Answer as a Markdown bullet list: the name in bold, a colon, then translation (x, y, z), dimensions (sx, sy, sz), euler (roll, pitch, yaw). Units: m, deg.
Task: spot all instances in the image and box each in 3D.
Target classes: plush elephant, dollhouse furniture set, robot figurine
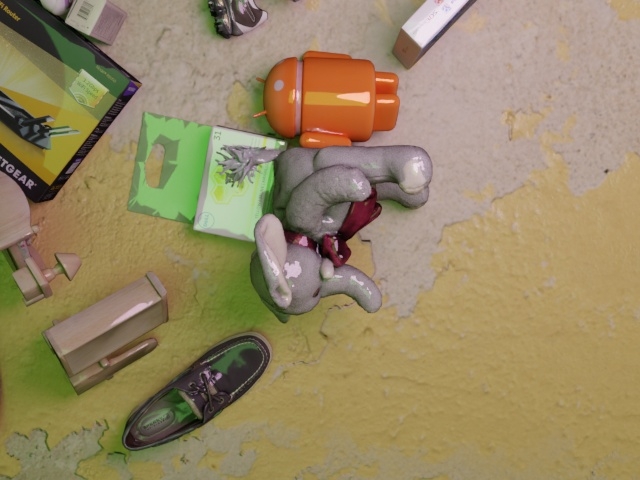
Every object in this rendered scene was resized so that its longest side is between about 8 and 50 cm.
- **plush elephant**: translation (0.000, 0.000, 1.054), dimensions (0.330, 0.272, 0.255), euler (5, 87, 0)
- **dollhouse furniture set**: translation (-0.402, 0.016, 1.137), dimensions (0.174, 0.303, 0.355), euler (-30, 71, -23)
- **robot figurine**: translation (0.008, -0.213, 1.111), dimensions (0.219, 0.128, 0.158), euler (2, 98, -1)

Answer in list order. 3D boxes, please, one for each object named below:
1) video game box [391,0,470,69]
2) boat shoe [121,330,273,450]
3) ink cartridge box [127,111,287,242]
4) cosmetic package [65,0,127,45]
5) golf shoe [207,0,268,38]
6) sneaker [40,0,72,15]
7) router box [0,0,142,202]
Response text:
- **video game box**: translation (0.187, -0.342, 1.059), dimensions (0.048, 0.205, 0.187), euler (42, 95, -2)
- **boat shoe**: translation (-0.200, 0.254, 1.189), dimensions (0.285, 0.092, 0.103), euler (-33, 97, 3)
- **ink cartridge box**: translation (-0.183, -0.100, 1.162), dimensions (0.235, 0.056, 0.171), euler (12, 98, -5)
- **cosmetic package**: translation (-0.334, -0.334, 1.096), dimensions (0.041, 0.115, 0.060), euler (28, 95, -4)
- **golf shoe**: translation (-0.139, -0.414, 1.114), dimensions (0.094, 0.077, 0.198), euler (-16, 107, -5)
- **sneaker**: translation (-0.468, -0.457, 1.079), dimensions (0.152, 0.114, 0.305), euler (-27, 88, -3)
- **router box**: translation (-0.474, -0.246, 1.122), dimensions (0.309, 0.081, 0.243), euler (38, 95, -6)
